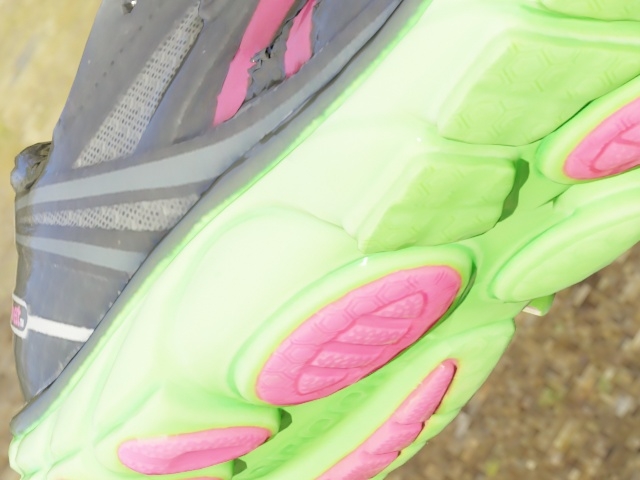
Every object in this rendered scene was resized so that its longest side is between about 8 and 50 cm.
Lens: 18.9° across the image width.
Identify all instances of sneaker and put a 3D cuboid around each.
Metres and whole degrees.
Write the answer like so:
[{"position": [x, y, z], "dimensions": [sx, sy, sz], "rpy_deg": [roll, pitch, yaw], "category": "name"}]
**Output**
[{"position": [0.035, -0.081, 0.569], "dimensions": [0.483, 0.185, 0.202], "rpy_deg": [-39, 59, 35], "category": "sneaker"}]

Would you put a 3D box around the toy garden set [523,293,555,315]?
[{"position": [0.000, 0.000, 1.159], "dimensions": [0.204, 0.244, 0.049], "rpy_deg": [15, 84, 34], "category": "toy garden set"}]
